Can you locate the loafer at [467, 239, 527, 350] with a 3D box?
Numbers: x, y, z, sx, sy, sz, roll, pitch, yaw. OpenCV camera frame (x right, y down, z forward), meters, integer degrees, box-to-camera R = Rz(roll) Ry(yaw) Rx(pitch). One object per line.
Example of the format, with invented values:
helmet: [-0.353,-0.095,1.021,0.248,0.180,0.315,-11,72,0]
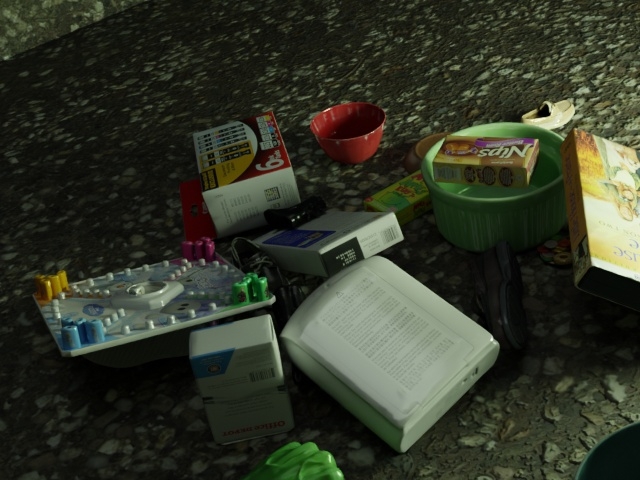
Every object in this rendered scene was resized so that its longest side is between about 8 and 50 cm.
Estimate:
loafer: [0.314,0.109,1.779,0.095,0.109,0.302,-21,24,20]

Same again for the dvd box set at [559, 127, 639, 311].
dvd box set: [0.591,-0.022,1.767,0.307,0.062,0.420,20,39,-5]

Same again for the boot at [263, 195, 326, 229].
boot: [-0.052,-0.063,2.098,0.099,0.045,0.121,-31,22,-29]

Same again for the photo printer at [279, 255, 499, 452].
photo printer: [0.103,0.174,1.650,0.307,0.107,0.256,36,62,29]

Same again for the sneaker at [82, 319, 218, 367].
sneaker: [-0.327,0.165,1.890,0.282,0.102,0.161,-2,21,12]

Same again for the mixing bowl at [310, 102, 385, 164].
mixing bowl: [0.073,-0.244,2.341,0.181,0.098,0.181,-8,35,6]

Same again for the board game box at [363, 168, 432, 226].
board game box: [0.194,-0.092,2.135,0.181,0.043,0.092,-29,38,-24]

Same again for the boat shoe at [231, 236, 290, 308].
boat shoe: [-0.125,0.063,1.980,0.077,0.070,0.219,-26,37,-21]

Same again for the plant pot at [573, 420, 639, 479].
plant pot: [0.464,0.390,1.224,0.290,0.195,0.290,-8,35,5]

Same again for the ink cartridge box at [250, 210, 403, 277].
ink cartridge box: [0.000,0.000,1.976,0.175,0.069,0.371,-27,15,-21]

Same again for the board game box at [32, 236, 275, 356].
board game box: [-0.333,0.092,1.878,0.389,0.050,0.390,-14,17,-21]

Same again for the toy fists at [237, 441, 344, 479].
toy fists: [-0.003,0.406,1.433,0.142,0.096,0.279,-33,40,-12]

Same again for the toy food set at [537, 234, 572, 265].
toy food set: [0.466,0.021,1.913,0.082,0.020,0.083,19,45,37]

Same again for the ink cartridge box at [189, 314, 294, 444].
ink cartridge box: [-0.129,0.232,1.630,0.139,0.191,0.082,-12,33,-1]

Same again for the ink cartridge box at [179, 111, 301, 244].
ink cartridge box: [-0.202,-0.145,2.241,0.271,0.130,0.309,-17,32,-3]

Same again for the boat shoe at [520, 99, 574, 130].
boat shoe: [0.536,-0.297,2.316,0.170,0.059,0.063,-31,39,-27]

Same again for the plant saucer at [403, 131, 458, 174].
plant saucer: [0.289,-0.203,2.275,0.198,0.036,0.199,-8,35,6]

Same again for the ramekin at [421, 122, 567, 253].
ramekin: [0.364,-0.104,2.008,0.303,0.148,0.303,-8,34,5]

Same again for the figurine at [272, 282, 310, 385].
figurine: [0.032,0.163,1.790,0.214,0.092,0.209,-13,42,-4]

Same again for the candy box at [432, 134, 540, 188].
candy box: [0.323,-0.154,1.913,0.186,0.053,0.109,5,37,25]
